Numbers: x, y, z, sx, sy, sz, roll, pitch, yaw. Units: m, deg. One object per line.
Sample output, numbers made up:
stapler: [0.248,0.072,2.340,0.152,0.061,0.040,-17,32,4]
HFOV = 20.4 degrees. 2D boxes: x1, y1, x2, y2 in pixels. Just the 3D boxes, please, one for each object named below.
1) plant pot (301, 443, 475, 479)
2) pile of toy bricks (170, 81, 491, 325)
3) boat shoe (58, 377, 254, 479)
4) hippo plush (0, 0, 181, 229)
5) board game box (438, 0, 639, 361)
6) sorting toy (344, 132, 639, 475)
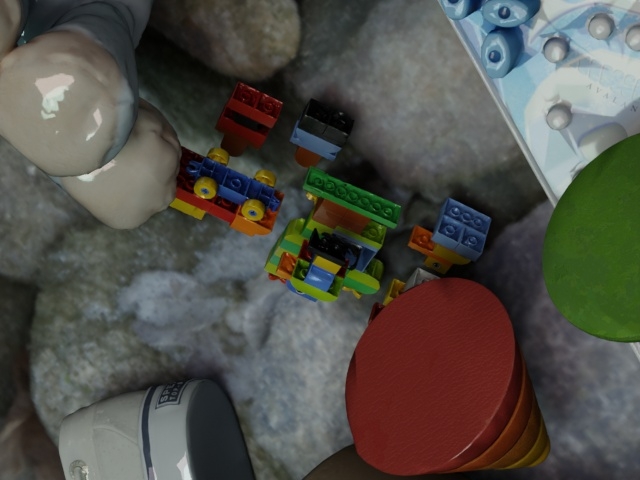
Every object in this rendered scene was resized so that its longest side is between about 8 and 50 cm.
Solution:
plant pot: [0.072,0.247,1.083,0.229,0.263,0.263,34,113,24]
pile of toy bricks: [0.000,0.000,1.112,0.212,0.118,0.105,26,140,-8]
boat shoe: [-0.110,0.281,1.192,0.156,0.136,0.367,-11,98,19]
hippo plush: [-0.118,-0.159,1.031,0.234,0.294,0.236,39,85,20]
board game box: [0.314,-0.073,1.009,0.390,0.050,0.390,-28,95,21]
sorting toy: [0.189,0.033,1.005,0.365,0.127,0.126,-36,134,19]
